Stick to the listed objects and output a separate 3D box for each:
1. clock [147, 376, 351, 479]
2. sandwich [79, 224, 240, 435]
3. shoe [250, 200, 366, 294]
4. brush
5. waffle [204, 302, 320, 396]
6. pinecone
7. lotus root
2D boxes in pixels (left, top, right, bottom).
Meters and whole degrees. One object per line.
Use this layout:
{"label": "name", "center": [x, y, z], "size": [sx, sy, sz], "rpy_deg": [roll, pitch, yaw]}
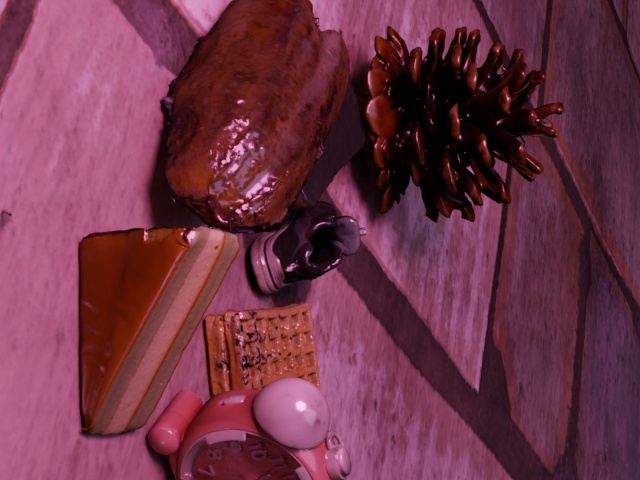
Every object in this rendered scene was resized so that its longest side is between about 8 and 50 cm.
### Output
{"label": "clock", "center": [-0.047, 0.194, 0.987], "size": [0.093, 0.162, 0.166], "rpy_deg": [-52, 129, -56]}
{"label": "sandwich", "center": [-0.129, 0.074, 0.909], "size": [0.079, 0.113, 0.163], "rpy_deg": [16, 71, -60]}
{"label": "shoe", "center": [0.000, 0.000, 1.181], "size": [0.169, 0.099, 0.071], "rpy_deg": [-44, 120, -57]}
{"label": "brush", "center": [-0.017, -0.120, 1.219], "size": [0.197, 0.059, 0.123], "rpy_deg": [-53, 131, -51]}
{"label": "waffle", "center": [-0.055, 0.115, 1.112], "size": [0.148, 0.042, 0.103], "rpy_deg": [0, 84, -61]}
{"label": "pinecone", "center": [0.163, -0.138, 1.362], "size": [0.264, 0.264, 0.264], "rpy_deg": [22, 65, -59]}
{"label": "lotus root", "center": [-0.051, -0.140, 1.066], "size": [0.167, 0.078, 0.329], "rpy_deg": [30, 45, -14]}
